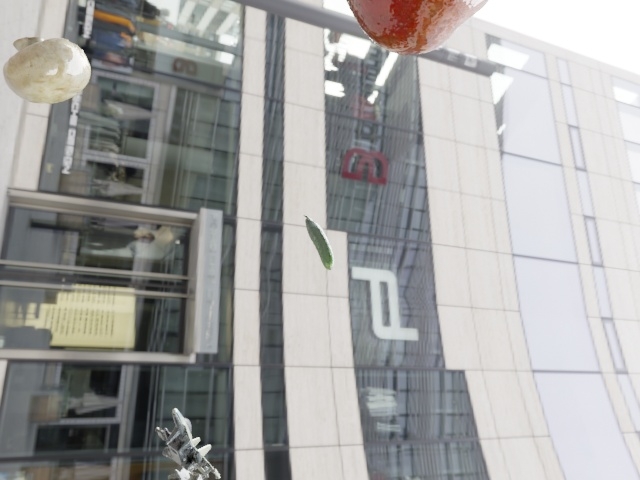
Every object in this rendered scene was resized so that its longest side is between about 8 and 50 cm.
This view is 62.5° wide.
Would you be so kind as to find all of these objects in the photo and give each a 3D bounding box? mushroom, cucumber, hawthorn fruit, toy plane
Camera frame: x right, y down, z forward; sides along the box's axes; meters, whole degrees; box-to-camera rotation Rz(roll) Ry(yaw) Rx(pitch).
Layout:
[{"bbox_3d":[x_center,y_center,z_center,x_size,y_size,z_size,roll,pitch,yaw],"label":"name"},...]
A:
[{"bbox_3d":[-0.560,-0.353,1.081,0.166,0.166,0.127,4,-64,67],"label":"mushroom"},{"bbox_3d":[0.000,0.000,1.242,0.155,0.037,0.037,64,-36,24],"label":"cucumber"},{"bbox_3d":[0.096,-0.329,0.589,0.197,0.226,0.196,-4,-98,29],"label":"hawthorn fruit"},{"bbox_3d":[-0.312,0.456,1.183,0.088,0.192,0.261,-51,152,-30],"label":"toy plane"}]

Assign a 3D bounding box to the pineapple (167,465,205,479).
[{"bbox_3d":[-0.264,0.509,0.957,0.111,0.119,0.237,-69,-177,-65],"label":"pineapple"}]
